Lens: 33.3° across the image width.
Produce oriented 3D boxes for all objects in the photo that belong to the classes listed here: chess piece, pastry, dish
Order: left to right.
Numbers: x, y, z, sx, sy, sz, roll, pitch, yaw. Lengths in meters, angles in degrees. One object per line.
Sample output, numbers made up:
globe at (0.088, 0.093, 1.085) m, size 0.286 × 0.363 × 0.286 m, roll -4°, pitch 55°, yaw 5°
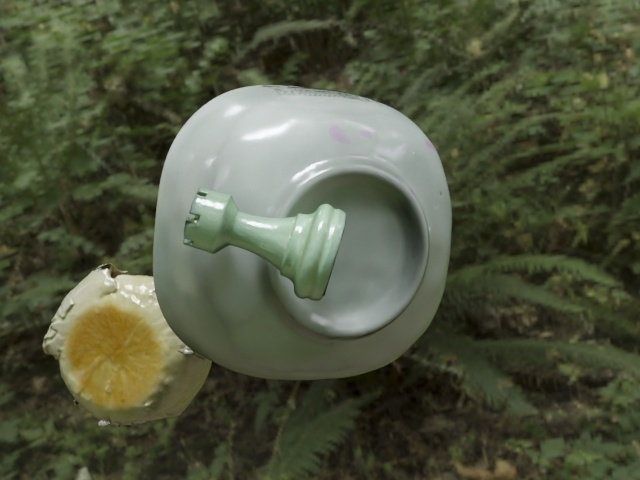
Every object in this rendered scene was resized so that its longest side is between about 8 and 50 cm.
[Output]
pastry at (-0.186, 0.107, 1.056) m, size 0.166 × 0.165 × 0.088 m, roll -9°, pitch -4°, yaw 13°
chess piece at (-0.039, -0.003, 0.729) m, size 0.103 × 0.067 × 0.067 m, roll 17°, pitch 31°, yaw 0°
dish at (0.000, 0.000, 0.827) m, size 0.256 × 0.256 × 0.117 m, roll -25°, pitch 18°, yaw -18°
